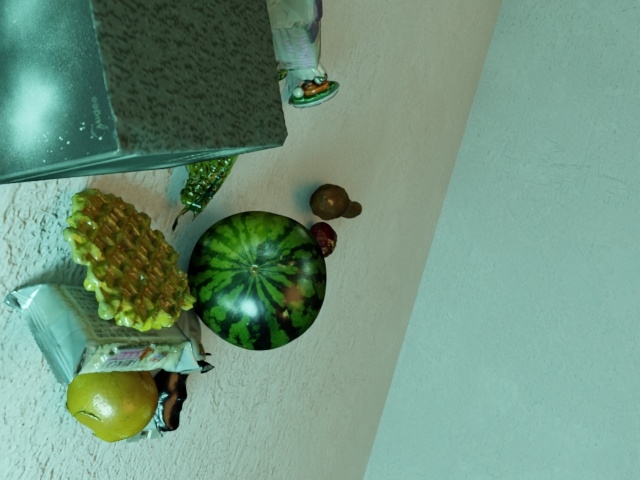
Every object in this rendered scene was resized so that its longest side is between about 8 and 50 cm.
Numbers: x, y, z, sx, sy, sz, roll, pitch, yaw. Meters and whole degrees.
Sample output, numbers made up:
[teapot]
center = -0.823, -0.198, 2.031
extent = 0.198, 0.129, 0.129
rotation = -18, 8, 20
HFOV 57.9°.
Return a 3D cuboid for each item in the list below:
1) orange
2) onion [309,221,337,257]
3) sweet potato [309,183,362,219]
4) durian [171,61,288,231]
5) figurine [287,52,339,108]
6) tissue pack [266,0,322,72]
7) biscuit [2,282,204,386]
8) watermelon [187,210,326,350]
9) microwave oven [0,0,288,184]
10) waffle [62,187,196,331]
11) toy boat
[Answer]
[orange]
center = -0.351, 0.262, 0.971
extent = 0.134, 0.154, 0.154
rotation = -34, 152, 6
[onion]
center = 0.000, 0.000, 1.638
extent = 0.107, 0.097, 0.107
rotation = -176, -90, -77
[sweet potato]
center = 0.041, -0.107, 1.656
extent = 0.385, 0.109, 0.109
rotation = -5, 108, -77
[durian]
center = -0.193, -0.188, 1.087
extent = 0.375, 0.107, 0.132
rotation = -57, -168, -5
[figurine]
center = -0.037, -0.400, 1.334
extent = 0.132, 0.132, 0.153
rotation = -53, 135, -40
[tissue pack]
center = -0.063, -0.454, 1.039
extent = 0.343, 0.125, 0.242
rotation = -86, 171, -85
[biscuit]
center = -0.324, 0.147, 0.928
extent = 0.079, 0.186, 0.309
rotation = -47, 157, 9
[watermelon]
center = -0.124, 0.076, 1.170
extent = 0.285, 0.285, 0.285
rotation = -41, 138, -51
[microwave oven]
center = -0.237, -0.300, 0.666
extent = 0.374, 0.236, 0.432
rotation = -23, 105, -62
[waffle]
center = -0.300, 0.029, 0.910
extent = 0.243, 0.059, 0.237
rotation = 22, 45, -67
[toy boat]
center = -0.290, 0.260, 1.110
extent = 0.269, 0.141, 0.141
rotation = -62, 154, -1
